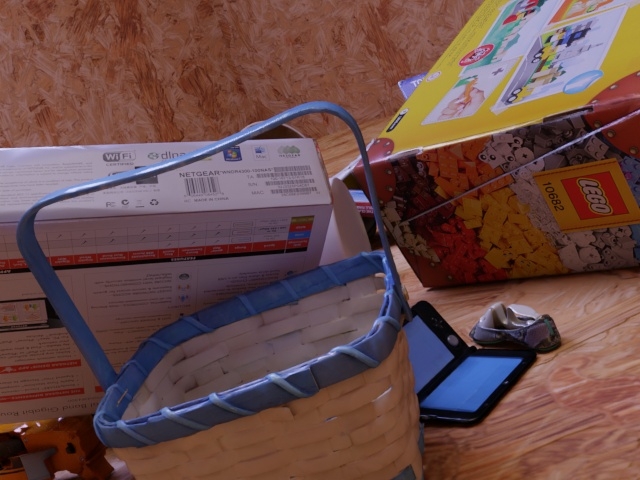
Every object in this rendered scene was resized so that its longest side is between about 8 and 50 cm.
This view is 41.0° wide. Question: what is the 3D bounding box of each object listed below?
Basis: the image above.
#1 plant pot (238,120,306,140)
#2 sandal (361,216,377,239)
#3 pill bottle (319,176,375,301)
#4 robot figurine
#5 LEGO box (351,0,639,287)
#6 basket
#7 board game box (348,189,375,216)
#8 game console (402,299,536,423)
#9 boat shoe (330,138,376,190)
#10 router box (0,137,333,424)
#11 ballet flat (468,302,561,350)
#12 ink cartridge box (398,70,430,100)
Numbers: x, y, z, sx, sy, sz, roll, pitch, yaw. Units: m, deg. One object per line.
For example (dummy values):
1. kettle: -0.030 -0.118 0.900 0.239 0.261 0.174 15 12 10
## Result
1. plant pot: -0.149 -0.107 1.908 0.237 0.237 0.254 -29 -1 -36
2. sandal: -0.001 0.000 1.387 0.120 0.086 0.303 -16 12 25
3. pill bottle: -0.113 0.041 1.031 0.334 0.188 0.188 -17 12 15
4. robot figurine: -0.330 0.218 0.964 0.291 0.085 0.211 -15 13 28
5. LEGO box: 0.327 -0.189 1.055 0.372 0.193 0.500 -9 34 44
6. basket: -0.057 0.068 0.631 0.254 0.289 0.201 -17 20 9
7. board game box: 0.083 -0.062 1.411 0.281 0.027 0.145 3 12 17
8. game console: 0.110 0.102 0.750 0.122 0.107 0.071 -32 -13 -45
9. boat shoe: 0.099 -0.107 1.594 0.367 0.136 0.156 -29 13 -23
10. router box: -0.179 0.047 0.782 0.335 0.301 0.082 -4 51 -15
11. ballet flat: 0.179 0.077 0.808 0.041 0.041 0.114 -27 12 -27
12. ink cartridge box: 0.323 -0.225 1.396 0.324 0.330 0.071 -22 -34 1
